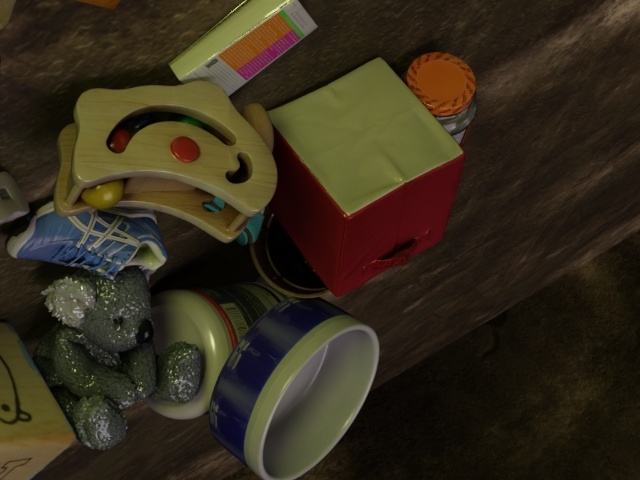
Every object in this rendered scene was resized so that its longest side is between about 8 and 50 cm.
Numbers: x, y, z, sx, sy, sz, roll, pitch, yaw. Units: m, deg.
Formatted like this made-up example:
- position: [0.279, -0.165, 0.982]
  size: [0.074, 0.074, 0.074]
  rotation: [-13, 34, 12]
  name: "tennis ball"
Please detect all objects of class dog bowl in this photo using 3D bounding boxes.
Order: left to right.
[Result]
- position: [-0.035, 0.214, 1.438]
  size: [0.265, 0.104, 0.264]
  rotation: [-37, 144, -34]
  name: "dog bowl"

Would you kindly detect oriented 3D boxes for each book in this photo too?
- position: [-0.077, -0.202, 1.036]
  size: [0.144, 0.035, 0.096]
  rotation: [-36, 162, 7]
  name: "book"

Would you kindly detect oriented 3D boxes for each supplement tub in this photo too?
- position: [-0.146, 0.162, 1.525]
  size: [0.191, 0.191, 0.272]
  rotation: [-45, 158, 25]
  name: "supplement tub"
- position: [0.148, -0.166, 1.363]
  size: [0.117, 0.117, 0.190]
  rotation: [-29, 159, -18]
  name: "supplement tub"

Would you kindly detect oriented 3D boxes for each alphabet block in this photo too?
- position: [-0.450, 0.218, 1.163]
  size: [0.193, 0.192, 0.197]
  rotation: [-42, 161, 13]
  name: "alphabet block"

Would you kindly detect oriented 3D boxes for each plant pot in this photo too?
- position: [0.000, 0.000, 1.463]
  size: [0.167, 0.167, 0.165]
  rotation: [-39, 169, 11]
  name: "plant pot"

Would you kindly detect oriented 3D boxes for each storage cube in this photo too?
- position: [0.050, -0.080, 1.268]
  size: [0.184, 0.215, 0.193]
  rotation: [-28, 153, -19]
  name: "storage cube"

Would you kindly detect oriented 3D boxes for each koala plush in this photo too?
- position: [-0.276, 0.109, 1.271]
  size: [0.196, 0.203, 0.221]
  rotation: [-30, 141, -42]
  name: "koala plush"

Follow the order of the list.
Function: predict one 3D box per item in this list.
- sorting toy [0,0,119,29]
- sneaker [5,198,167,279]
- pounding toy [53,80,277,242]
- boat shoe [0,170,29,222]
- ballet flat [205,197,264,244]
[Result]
- position: [-0.202, -0.241, 0.686]
  size: [0.229, 0.041, 0.307]
  rotation: [-49, 161, 21]
  name: "sorting toy"
- position: [-0.258, -0.001, 1.129]
  size: [0.211, 0.081, 0.080]
  rotation: [-8, 149, -50]
  name: "sneaker"
- position: [-0.150, -0.061, 1.029]
  size: [0.270, 0.154, 0.155]
  rotation: [-11, 160, -35]
  name: "pounding toy"
- position: [-0.330, -0.036, 0.921]
  size: [0.063, 0.066, 0.184]
  rotation: [-28, -173, 1]
  name: "boat shoe"
- position: [-0.107, -0.060, 1.250]
  size: [0.087, 0.083, 0.247]
  rotation: [-49, 163, -5]
  name: "ballet flat"
